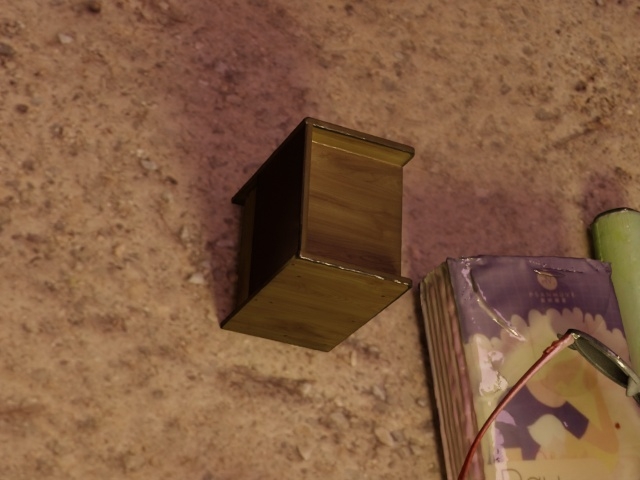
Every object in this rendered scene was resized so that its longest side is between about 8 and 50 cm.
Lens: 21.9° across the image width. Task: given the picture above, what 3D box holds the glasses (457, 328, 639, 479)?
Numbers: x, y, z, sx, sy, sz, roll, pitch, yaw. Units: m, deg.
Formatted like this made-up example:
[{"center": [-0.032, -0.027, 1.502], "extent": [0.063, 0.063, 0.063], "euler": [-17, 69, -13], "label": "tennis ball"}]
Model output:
[{"center": [0.274, 0.253, 1.834], "extent": [0.268, 0.118, 0.234], "euler": [-40, 93, -14], "label": "glasses"}]

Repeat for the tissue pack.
[{"center": [0.258, 0.194, 1.946], "extent": [0.242, 0.125, 0.343], "euler": [3, 68, -27], "label": "tissue pack"}]

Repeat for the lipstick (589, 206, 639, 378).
[{"center": [0.401, 0.105, 2.090], "extent": [0.076, 0.076, 0.304], "euler": [4, 65, -25], "label": "lipstick"}]

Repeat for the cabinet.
[{"center": [0.000, 0.000, 1.856], "extent": [0.148, 0.215, 0.174], "euler": [15, 60, -22], "label": "cabinet"}]
